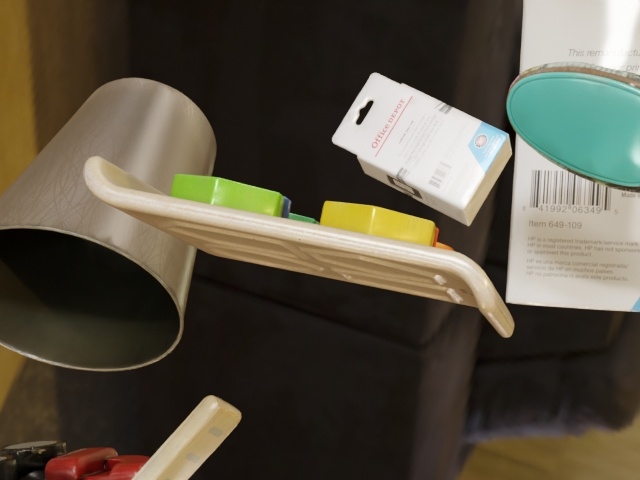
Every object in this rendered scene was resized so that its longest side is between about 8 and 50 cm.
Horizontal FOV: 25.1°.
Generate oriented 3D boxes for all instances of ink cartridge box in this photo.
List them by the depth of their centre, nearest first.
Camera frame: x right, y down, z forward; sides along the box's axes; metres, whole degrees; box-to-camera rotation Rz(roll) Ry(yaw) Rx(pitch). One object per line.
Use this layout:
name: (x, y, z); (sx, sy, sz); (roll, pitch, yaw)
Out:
ink cartridge box: (0.268, -0.079, 1.105); (0.197, 0.198, 0.270); (8, 86, -67)
ink cartridge box: (0.116, -0.107, 1.654); (0.104, 0.180, 0.060); (-58, 160, -9)

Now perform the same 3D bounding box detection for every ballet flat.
ballet flat: (0.226, -0.066, 0.890); (0.079, 0.221, 0.077); (-31, 129, -51)

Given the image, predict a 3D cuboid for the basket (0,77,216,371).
basket: (-0.182, -0.024, 1.221); (0.227, 0.204, 0.154); (-71, 163, -47)

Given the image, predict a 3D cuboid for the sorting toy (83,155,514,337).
sorting toy: (0.000, 0.000, 0.752); (0.193, 0.208, 0.038); (37, 69, -77)

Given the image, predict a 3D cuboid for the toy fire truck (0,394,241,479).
toy fire truck: (-0.161, 0.194, 1.060); (0.217, 0.246, 0.159); (-1, 86, -72)
